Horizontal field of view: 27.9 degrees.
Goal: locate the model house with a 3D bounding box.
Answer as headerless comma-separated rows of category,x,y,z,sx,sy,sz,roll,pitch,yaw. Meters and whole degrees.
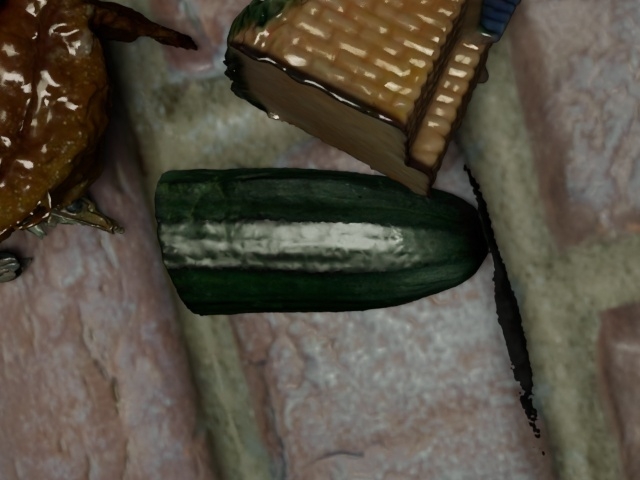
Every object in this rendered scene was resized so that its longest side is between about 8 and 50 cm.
model house,0.043,-0.150,0.855,0.166,0.183,0.172,30,86,7

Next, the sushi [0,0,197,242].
sushi,-0.237,-0.080,0.904,0.167,0.179,0.296,37,81,-4

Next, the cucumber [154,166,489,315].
cucumber,0.000,0.000,0.945,0.243,0.063,0.115,-3,96,9

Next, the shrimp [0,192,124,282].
shrimp,-0.262,-0.012,0.997,0.223,0.047,0.126,11,103,12
